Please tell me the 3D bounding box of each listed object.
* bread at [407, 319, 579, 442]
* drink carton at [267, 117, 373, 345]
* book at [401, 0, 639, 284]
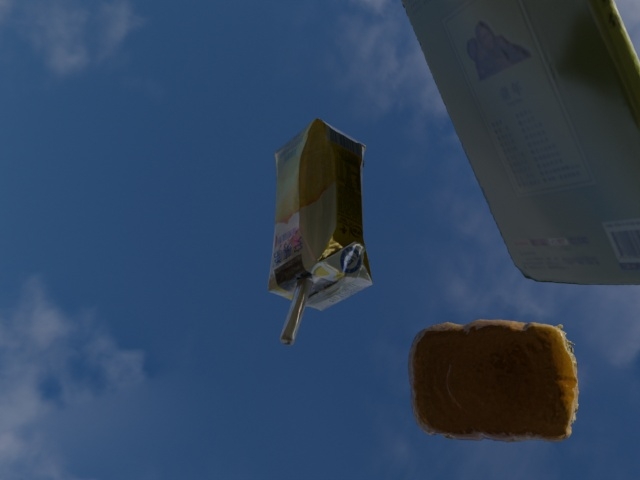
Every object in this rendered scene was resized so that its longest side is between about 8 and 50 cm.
[{"bbox_3d":[0.248,0.202,0.947,0.246,0.121,0.173,-5,-108,31],"label":"bread"},{"bbox_3d":[0.000,0.000,0.541,0.084,0.075,0.199,-30,-132,39],"label":"drink carton"},{"bbox_3d":[0.193,-0.121,0.585,0.035,0.239,0.352,-26,-84,-16],"label":"book"}]
